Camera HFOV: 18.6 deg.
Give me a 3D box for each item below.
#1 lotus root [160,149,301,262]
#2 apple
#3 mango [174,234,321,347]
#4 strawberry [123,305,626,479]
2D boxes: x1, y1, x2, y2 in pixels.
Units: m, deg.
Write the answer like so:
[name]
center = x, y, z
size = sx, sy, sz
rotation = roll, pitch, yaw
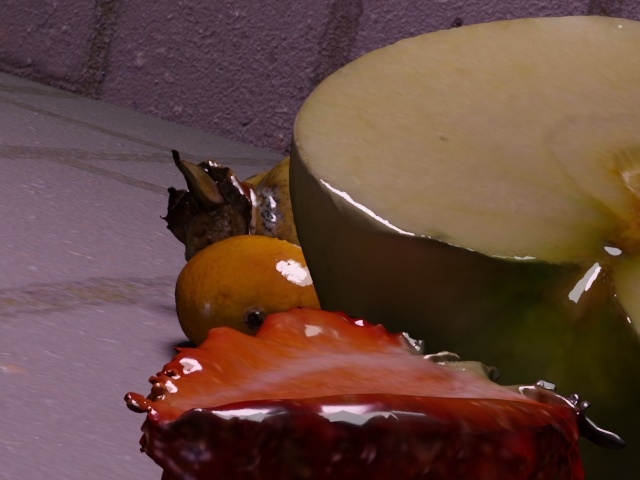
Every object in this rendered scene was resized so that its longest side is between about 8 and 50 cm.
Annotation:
[lotus root]
center = 0.000, 0.002, 1.410
size = 0.278, 0.154, 0.154
rotation = 11, 8, -43
[apple]
center = 0.185, 0.005, 1.024
size = 0.312, 0.320, 0.360
rotation = -21, 5, 37
[mango]
center = -0.037, 0.040, 1.214
size = 0.115, 0.089, 0.165
rotation = 13, 4, -35
[strawberry]
center = 0.019, 0.099, 0.799
size = 0.174, 0.098, 0.228
rotation = 17, 10, 21
